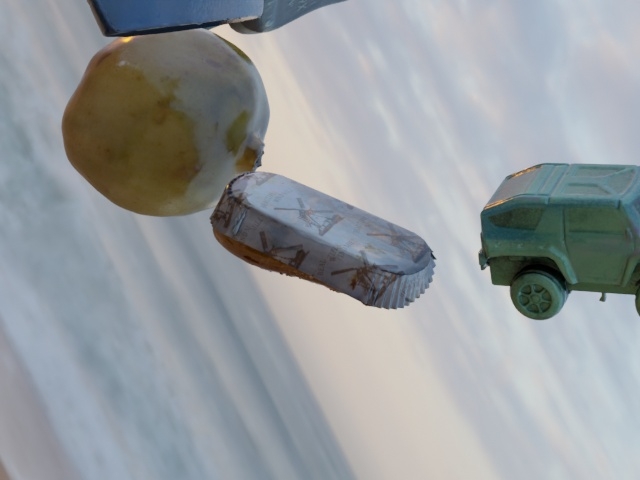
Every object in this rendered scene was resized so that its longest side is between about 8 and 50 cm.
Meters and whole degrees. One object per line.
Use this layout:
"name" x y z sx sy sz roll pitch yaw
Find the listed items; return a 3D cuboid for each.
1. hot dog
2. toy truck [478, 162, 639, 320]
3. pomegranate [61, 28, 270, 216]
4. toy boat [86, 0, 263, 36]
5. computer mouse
"hot dog" 0.000 0.000 1.181 0.191 0.108 0.059 23 -51 17
"toy truck" 0.330 0.001 1.678 0.155 0.278 0.156 -48 134 -53
"pomegranate" -0.171 -0.137 1.612 0.233 0.233 0.233 63 -3 5
"toy boat" -0.128 -0.209 1.223 0.299 0.096 0.062 -27 110 -68
"computer mouse" -0.037 -0.357 1.861 0.090 0.379 0.167 49 -29 20
